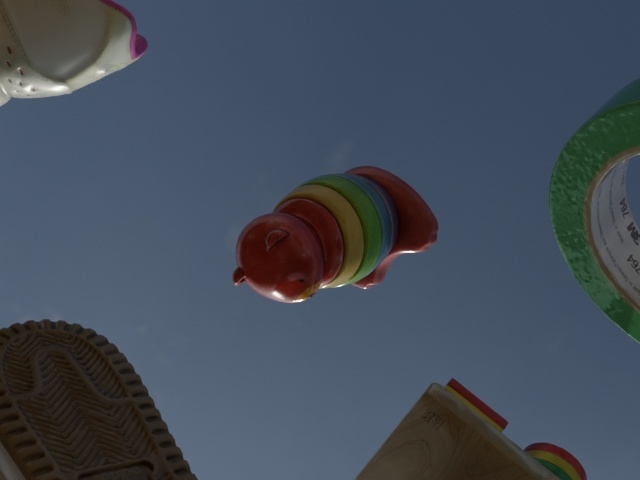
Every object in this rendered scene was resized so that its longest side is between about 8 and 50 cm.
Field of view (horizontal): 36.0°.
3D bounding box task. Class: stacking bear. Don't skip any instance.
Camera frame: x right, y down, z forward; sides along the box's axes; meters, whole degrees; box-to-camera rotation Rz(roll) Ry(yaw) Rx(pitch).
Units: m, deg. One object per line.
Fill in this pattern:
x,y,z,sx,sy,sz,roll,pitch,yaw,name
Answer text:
0.000,0.000,1.306,0.175,0.289,0.164,-38,-99,34,stacking bear

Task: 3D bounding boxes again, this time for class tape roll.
0.377,-0.009,0.943,0.321,0.321,0.077,37,-124,23,tape roll

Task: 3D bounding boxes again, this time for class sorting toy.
0.202,0.312,1.255,0.255,0.089,0.257,38,-44,9,sorting toy

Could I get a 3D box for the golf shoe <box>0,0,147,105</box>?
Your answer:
-0.178,-0.232,0.599,0.140,0.115,0.306,-6,-91,1,golf shoe

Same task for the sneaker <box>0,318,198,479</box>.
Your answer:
-0.098,0.179,0.434,0.282,0.099,0.153,53,-46,44,sneaker
